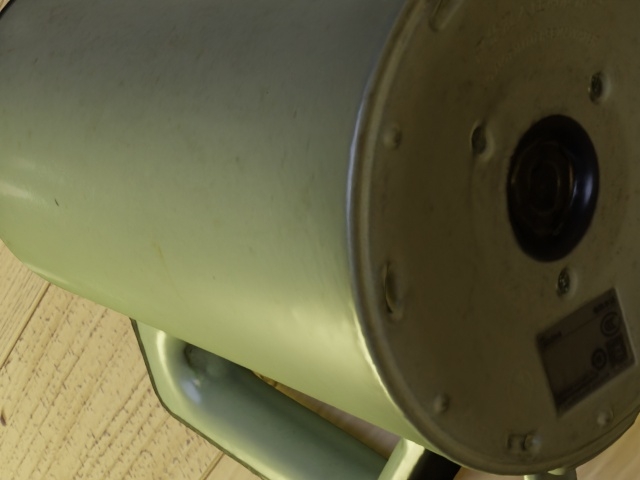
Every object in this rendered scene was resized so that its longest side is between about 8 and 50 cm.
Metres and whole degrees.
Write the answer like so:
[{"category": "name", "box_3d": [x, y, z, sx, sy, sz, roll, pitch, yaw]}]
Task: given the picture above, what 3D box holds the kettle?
[{"category": "kettle", "box_3d": [0.000, 0.000, 0.683, 0.376, 0.250, 0.361, 12, 125, 48]}]
